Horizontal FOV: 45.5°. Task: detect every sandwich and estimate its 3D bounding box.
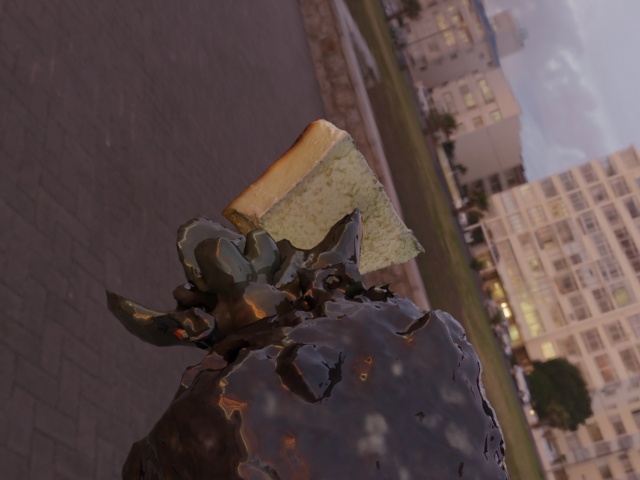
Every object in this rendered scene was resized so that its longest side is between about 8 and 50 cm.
[{"bbox_3d":[0.000,0.000,0.755,0.058,0.162,0.193,40,-8,47],"label":"sandwich"}]

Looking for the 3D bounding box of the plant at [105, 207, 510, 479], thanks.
[{"bbox_3d":[-0.013,0.111,0.491,0.213,0.215,0.312,-41,-115,54],"label":"plant"}]
